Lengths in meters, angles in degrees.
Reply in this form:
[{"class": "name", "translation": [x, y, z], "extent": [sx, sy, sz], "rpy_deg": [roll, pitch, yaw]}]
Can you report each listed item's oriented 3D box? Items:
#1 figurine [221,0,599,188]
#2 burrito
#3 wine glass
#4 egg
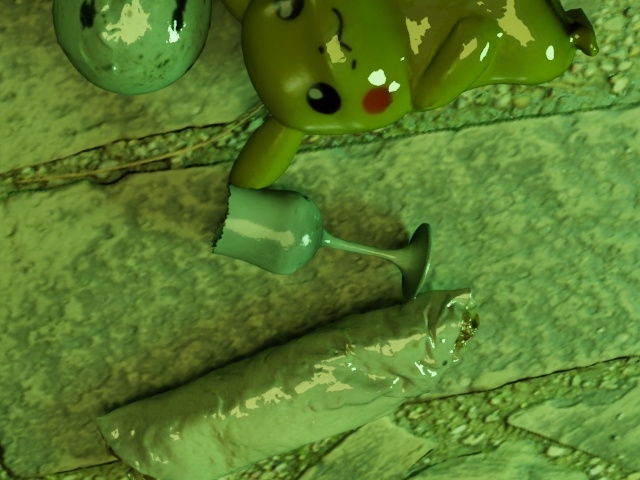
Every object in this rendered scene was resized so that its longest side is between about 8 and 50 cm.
[{"class": "figurine", "translation": [0.052, -0.186, 0.876], "extent": [0.327, 0.169, 0.218], "rpy_deg": [-17, 95, -3]}, {"class": "burrito", "translation": [-0.024, 0.151, 1.038], "extent": [0.392, 0.076, 0.117], "rpy_deg": [-21, 118, 4]}, {"class": "wine glass", "translation": [0.000, 0.000, 0.981], "extent": [0.195, 0.079, 0.079], "rpy_deg": [13, 108, -12]}, {"class": "egg", "translation": [-0.151, -0.200, 0.862], "extent": [0.131, 0.131, 0.164], "rpy_deg": [5, 113, -8]}]
